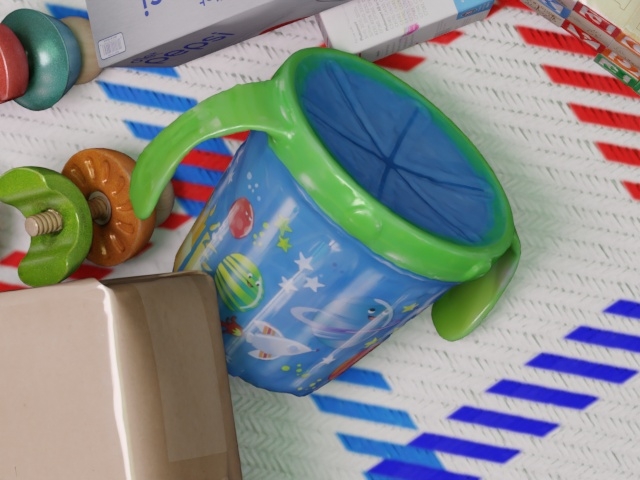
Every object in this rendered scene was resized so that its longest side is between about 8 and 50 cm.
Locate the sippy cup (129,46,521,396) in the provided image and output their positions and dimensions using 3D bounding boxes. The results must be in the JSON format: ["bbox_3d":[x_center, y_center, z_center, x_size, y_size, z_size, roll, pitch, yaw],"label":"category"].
[{"bbox_3d":[0.000,0.000,1.504,0.305,0.240,0.224,41,117,-2],"label":"sippy cup"}]

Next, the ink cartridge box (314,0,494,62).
[{"bbox_3d":[0.053,-0.194,1.582,0.181,0.104,0.061,-22,87,-1],"label":"ink cartridge box"}]

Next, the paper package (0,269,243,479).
[{"bbox_3d":[-0.222,0.198,1.397,0.309,0.168,0.325,-8,89,24],"label":"paper package"}]

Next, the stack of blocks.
[{"bbox_3d":[0.281,-0.184,1.547,0.297,0.171,0.087,35,88,3],"label":"stack of blocks"}]

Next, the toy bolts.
[{"bbox_3d":[-0.245,-0.084,1.591,0.218,0.158,0.228,-6,99,40],"label":"toy bolts"}]

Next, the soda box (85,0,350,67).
[{"bbox_3d":[-0.062,-0.220,1.511,0.286,0.098,0.091,-15,85,39],"label":"soda box"}]
